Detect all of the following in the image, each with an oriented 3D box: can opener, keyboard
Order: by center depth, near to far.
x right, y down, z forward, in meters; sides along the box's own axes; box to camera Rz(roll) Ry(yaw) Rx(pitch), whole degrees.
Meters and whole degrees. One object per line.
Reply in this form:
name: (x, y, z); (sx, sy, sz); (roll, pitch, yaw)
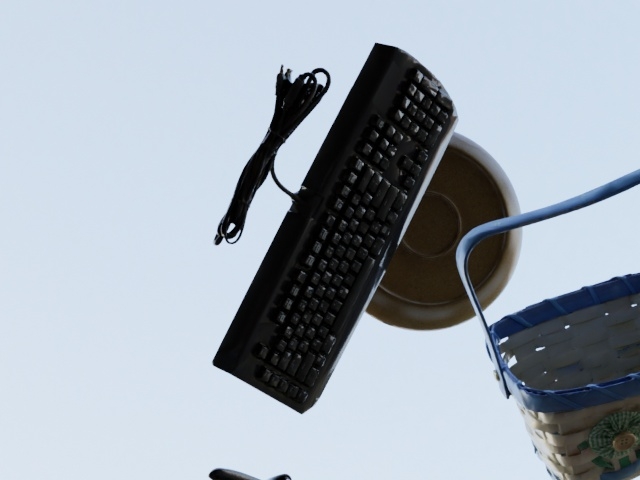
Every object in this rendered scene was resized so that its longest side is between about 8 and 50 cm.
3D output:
keyboard: (0.000, -0.024, 1.467); (0.201, 0.317, 0.033); (33, -11, -38)
can opener: (-0.079, 0.315, 2.116); (0.073, 0.059, 0.186); (-41, -28, 10)

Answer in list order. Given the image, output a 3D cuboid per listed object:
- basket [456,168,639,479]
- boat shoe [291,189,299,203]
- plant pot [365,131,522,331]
basket: (0.279, 0.081, 1.630); (0.255, 0.201, 0.289); (-20, -70, -4)
boat shoe: (0.000, 0.000, 2.168); (0.040, 0.142, 0.049); (-16, -6, -36)
plant pot: (0.118, -0.016, 1.935); (0.236, 0.236, 0.032); (-2, -6, -10)
